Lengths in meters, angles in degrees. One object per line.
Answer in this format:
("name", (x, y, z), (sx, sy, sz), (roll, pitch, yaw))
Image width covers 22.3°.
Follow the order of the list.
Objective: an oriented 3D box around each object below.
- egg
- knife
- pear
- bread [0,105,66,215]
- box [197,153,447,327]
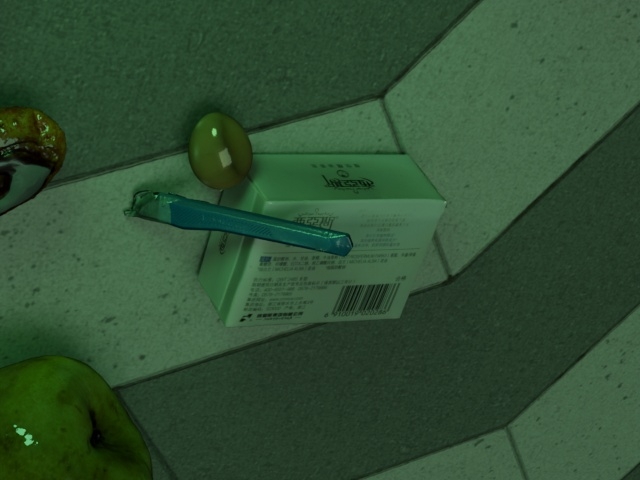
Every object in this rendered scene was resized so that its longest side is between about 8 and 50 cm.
("egg", (-0.124, -0.111, 1.989), (0.080, 0.080, 0.096), (-26, 140, -11))
("knife", (-0.102, -0.020, 1.997), (0.296, 0.026, 0.044), (12, 112, 12))
("pear", (-0.367, 0.308, 2.067), (0.304, 0.304, 0.304), (-17, 134, -19))
("bread", (-0.412, -0.065, 1.850), (0.269, 0.095, 0.139), (-31, 137, 16))
("box", (-0.001, -0.002, 2.137), (0.274, 0.116, 0.203), (-2, 128, -30))
